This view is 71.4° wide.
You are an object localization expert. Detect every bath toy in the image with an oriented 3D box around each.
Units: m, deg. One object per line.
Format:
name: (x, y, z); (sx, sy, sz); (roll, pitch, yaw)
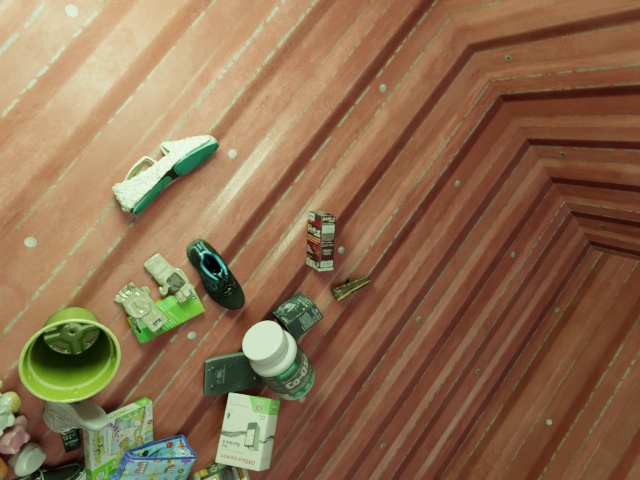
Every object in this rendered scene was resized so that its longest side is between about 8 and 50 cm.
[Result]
bath toy: (-1.051, 0.637, 1.497); (0.151, 0.129, 0.348); (-59, 141, -58)

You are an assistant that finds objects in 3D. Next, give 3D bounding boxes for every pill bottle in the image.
pill bottle: (-0.171, 0.498, 1.846); (0.204, 0.204, 0.361); (-41, 136, -14)
pill bottle: (-0.454, 1.051, 1.908); (0.279, 0.162, 0.162); (-13, 108, -26)

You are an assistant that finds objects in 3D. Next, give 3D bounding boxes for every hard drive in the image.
hard drive: (-0.372, 0.557, 1.891); (0.255, 0.054, 0.171); (-1, 104, -30)

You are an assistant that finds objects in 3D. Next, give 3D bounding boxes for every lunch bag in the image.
lunch bag: (-0.665, 0.901, 1.713); (0.293, 0.138, 0.220); (18, 100, -49)

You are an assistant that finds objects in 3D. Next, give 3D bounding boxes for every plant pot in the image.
plant pot: (-0.820, 0.346, 1.473); (0.276, 0.254, 0.275); (-7, 105, -27)

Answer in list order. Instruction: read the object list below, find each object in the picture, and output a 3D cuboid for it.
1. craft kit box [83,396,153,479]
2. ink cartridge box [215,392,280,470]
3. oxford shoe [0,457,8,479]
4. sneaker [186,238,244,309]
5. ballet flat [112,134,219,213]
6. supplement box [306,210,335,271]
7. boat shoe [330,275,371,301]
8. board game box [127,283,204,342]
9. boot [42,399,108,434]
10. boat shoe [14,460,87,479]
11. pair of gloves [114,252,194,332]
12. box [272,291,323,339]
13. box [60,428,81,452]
craft kit box: (-0.755, 0.757, 1.678); (0.247, 0.061, 0.249); (-12, 110, -48)
ink cartridge box: (-0.297, 0.787, 1.843); (0.115, 0.199, 0.272); (54, 41, -63)
oxford shoe: (-1.161, 0.688, 1.417); (0.130, 0.132, 0.363); (-18, 114, 15)
sneaker: (-0.397, 0.153, 1.725); (0.125, 0.140, 0.340); (-40, 119, -17)
ballet flat: (-0.547, -0.263, 1.549); (0.409, 0.147, 0.147); (-43, 119, -14)
supplement box: (0.000, 0.000, 1.911); (0.073, 0.130, 0.239); (-4, 104, -28)
boat shoe: (0.144, 0.209, 2.079); (0.207, 0.073, 0.073); (-24, 73, -28)
board game box: (-0.592, 0.279, 1.710); (0.260, 0.039, 0.124); (-28, 113, -23)
boot: (-0.859, 0.624, 1.554); (0.095, 0.258, 0.123); (-1, 113, -68)
boat shoe: (-1.003, 0.877, 1.583); (0.335, 0.121, 0.119); (-22, 116, -21)
pair of gloves: (-0.611, 0.192, 1.657); (0.204, 0.042, 0.240); (43, 76, -14)
box: (-0.099, 0.321, 1.922); (0.158, 0.156, 0.093); (-37, 117, -16)
box: (-0.912, 0.717, 1.628); (0.052, 0.062, 0.083); (-12, 108, -25)
